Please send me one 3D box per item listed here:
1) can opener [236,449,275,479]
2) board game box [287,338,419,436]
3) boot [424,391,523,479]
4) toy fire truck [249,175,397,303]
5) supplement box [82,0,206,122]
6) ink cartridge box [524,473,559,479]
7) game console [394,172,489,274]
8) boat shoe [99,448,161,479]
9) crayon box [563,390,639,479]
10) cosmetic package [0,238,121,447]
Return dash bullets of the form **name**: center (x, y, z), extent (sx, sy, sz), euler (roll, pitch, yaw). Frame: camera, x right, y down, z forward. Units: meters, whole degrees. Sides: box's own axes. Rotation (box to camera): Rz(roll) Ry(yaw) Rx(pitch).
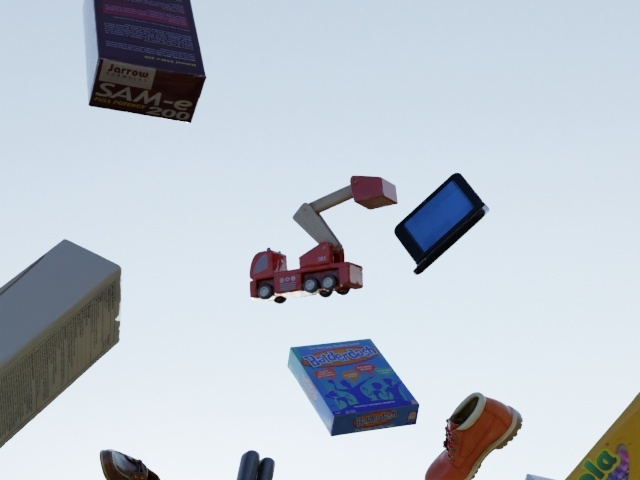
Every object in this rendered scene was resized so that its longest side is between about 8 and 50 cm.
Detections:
- **can opener**: center (-0.127, 0.517, 2.355), extent (0.074, 0.280, 0.093), euler (31, -48, -23)
- **board game box**: center (0.054, 0.250, 2.189), extent (0.160, 0.210, 0.047), euler (-5, -60, -23)
- **boot**: center (0.174, 0.258, 1.611), extent (0.085, 0.059, 0.158), euler (33, -77, -35)
- **toy fire truck**: center (0.000, 0.000, 1.540), extent (0.192, 0.135, 0.047), euler (-9, -14, 25)
- **supplement box**: center (-0.222, -0.247, 1.567), extent (0.130, 0.239, 0.073), euler (8, -54, -18)
- **ink cartridge box**: center (0.344, 0.383, 1.782), extent (0.104, 0.180, 0.060), euler (15, -82, -17)
- **game console**: center (0.153, -0.023, 1.653), extent (0.122, 0.071, 0.107), euler (-43, -4, 13)
- **boat shoe**: center (-0.338, 0.407, 2.244), extent (0.060, 0.064, 0.178), euler (-17, -31, 9)
- **crayon box**: center (0.317, 0.316, 1.340), extent (0.278, 0.165, 0.081), euler (-48, -19, -7)
- **cosmetic package**: center (-0.419, 0.151, 1.792), extent (0.309, 0.113, 0.160), euler (-45, -28, -46)
